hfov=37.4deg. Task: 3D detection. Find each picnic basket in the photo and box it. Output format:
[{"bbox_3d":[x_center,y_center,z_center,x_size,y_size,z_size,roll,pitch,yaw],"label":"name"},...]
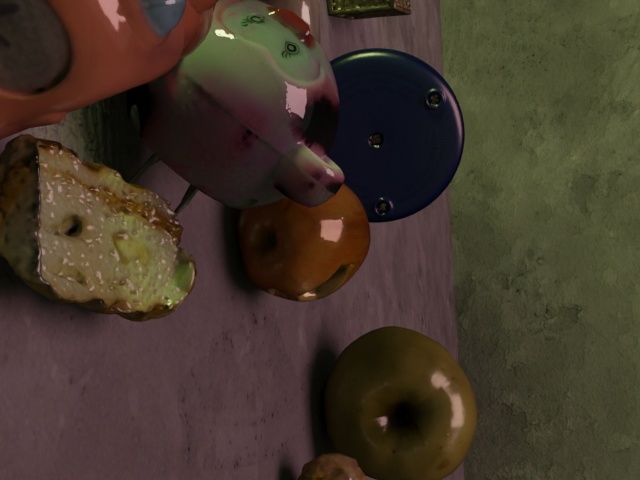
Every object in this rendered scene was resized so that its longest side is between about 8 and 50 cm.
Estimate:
[{"bbox_3d":[0.093,-0.513,1.827,0.196,0.134,0.154,-32,120,-72],"label":"picnic basket"}]

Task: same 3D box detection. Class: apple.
[{"bbox_3d":[0.126,0.275,1.549,0.262,0.262,0.262,-4,90,-74],"label":"apple"},{"bbox_3d":[-0.025,-0.007,1.237,0.199,0.199,0.199,-4,90,-74],"label":"apple"}]

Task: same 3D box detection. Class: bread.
[{"bbox_3d":[-0.195,0.002,0.800,0.232,0.088,0.128,27,51,-64],"label":"bread"}]

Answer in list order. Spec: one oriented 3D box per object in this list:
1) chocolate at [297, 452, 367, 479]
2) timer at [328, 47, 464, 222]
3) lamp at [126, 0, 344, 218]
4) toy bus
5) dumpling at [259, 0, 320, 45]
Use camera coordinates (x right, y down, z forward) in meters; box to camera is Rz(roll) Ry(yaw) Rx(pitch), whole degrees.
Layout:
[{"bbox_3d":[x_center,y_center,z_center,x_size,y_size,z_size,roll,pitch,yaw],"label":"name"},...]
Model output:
[{"bbox_3d":[0.019,0.453,1.342,0.134,0.134,0.309,-11,99,-74],"label":"chocolate"},{"bbox_3d":[0.093,-0.207,1.602,0.383,0.270,0.270,-80,162,-72],"label":"timer"},{"bbox_3d":[-0.101,-0.133,0.966,0.247,0.247,0.301,42,9,-13],"label":"lamp"},{"bbox_3d":[-0.180,-0.174,0.636,0.287,0.232,0.194,-62,147,-64],"label":"toy bus"},{"bbox_3d":[-0.070,-0.293,1.252,0.151,0.124,0.229,-19,105,-40],"label":"dumpling"}]
